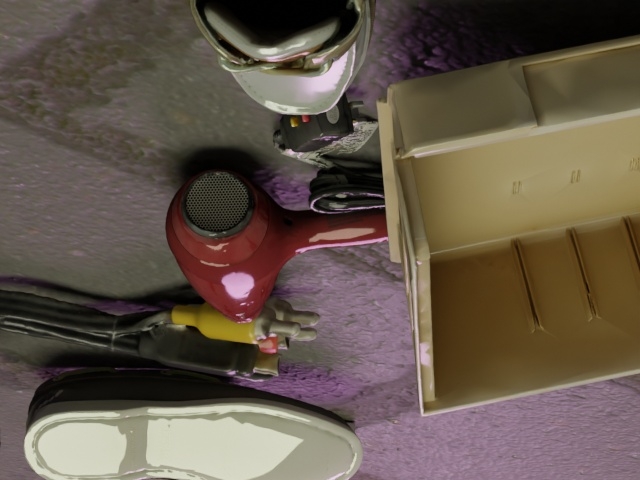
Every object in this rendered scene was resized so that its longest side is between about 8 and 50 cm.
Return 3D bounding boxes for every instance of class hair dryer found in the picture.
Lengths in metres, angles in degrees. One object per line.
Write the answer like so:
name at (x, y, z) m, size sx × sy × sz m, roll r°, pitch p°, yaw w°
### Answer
hair dryer at (0.000, 0.000, 1.240) m, size 0.223 × 0.080 × 0.293 m, roll 19°, pitch 150°, yaw -32°

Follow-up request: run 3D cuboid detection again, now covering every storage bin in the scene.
storage bin at (0.177, -0.014, 1.093) m, size 0.262 × 0.123 × 0.260 m, roll -11°, pitch 154°, yaw -1°

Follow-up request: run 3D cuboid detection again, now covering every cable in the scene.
cable at (-0.142, 0.064, 1.444) m, size 0.287 × 0.072 × 0.139 m, roll 11°, pitch 172°, yaw 9°

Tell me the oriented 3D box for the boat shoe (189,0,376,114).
boat shoe at (-0.028, -0.139, 0.929) m, size 0.113 × 0.103 × 0.302 m, roll -1°, pitch 154°, yaw 7°

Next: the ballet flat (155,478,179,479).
ballet flat at (-0.149, 0.222, 1.729) m, size 0.249 × 0.058 × 0.084 m, roll 2°, pitch 153°, yaw 0°

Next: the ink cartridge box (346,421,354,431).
ink cartridge box at (-0.013, 0.193, 1.693) m, size 0.083 × 0.028 × 0.048 m, roll 8°, pitch 153°, yaw -12°

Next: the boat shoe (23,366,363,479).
boat shoe at (-0.114, 0.168, 1.582) m, size 0.305 × 0.091 × 0.109 m, roll 4°, pitch 117°, yaw -9°
